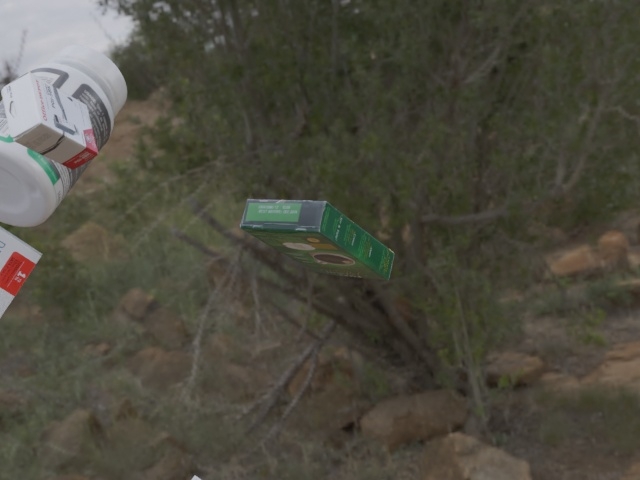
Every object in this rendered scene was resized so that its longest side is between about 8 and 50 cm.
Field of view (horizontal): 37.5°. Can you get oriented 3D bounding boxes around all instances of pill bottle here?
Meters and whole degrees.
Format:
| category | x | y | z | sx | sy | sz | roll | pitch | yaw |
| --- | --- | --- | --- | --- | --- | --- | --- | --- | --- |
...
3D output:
| category | x | y | z | sx | sy | sz | roll | pitch | yaw |
| --- | --- | --- | --- | --- | --- | --- | --- | --- | --- |
| pill bottle | -0.529 | -0.213 | 1.832 | 0.204 | 0.204 | 0.361 | -7 | 39 | 29 |

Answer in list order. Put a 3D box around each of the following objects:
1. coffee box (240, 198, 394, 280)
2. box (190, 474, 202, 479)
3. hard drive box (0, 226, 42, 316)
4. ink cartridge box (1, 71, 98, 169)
| category | x | y | z | sx | sy | sz | roll | pitch | yaw |
| --- | --- | --- | --- | --- | --- | --- | --- | --- | --- |
| coffee box | 0.000 | 0.000 | 1.125 | 0.113 | 0.040 | 0.184 | 3 | -17 | 33 |
| box | -0.241 | 0.538 | 1.720 | 0.103 | 0.114 | 0.203 | -51 | -5 | -47 |
| hard drive box | -0.630 | 0.033 | 1.610 | 0.089 | 0.232 | 0.181 | 0 | 58 | 57 |
| ink cartridge box | -0.407 | -0.179 | 1.427 | 0.056 | 0.099 | 0.135 | -27 | -24 | 17 |
